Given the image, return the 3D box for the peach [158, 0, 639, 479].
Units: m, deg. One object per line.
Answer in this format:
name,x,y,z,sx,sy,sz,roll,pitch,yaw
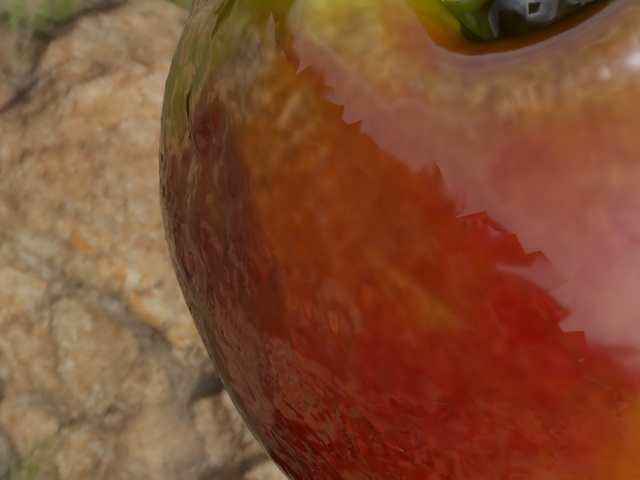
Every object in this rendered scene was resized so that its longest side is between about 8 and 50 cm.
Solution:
peach,0.109,-0.011,0.537,0.308,0.308,0.332,58,10,32
